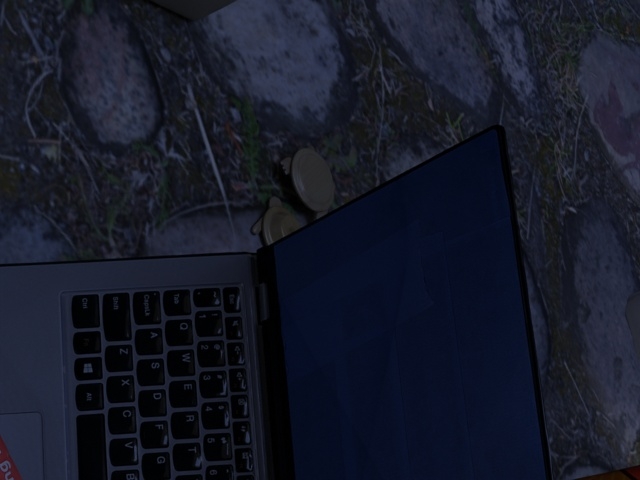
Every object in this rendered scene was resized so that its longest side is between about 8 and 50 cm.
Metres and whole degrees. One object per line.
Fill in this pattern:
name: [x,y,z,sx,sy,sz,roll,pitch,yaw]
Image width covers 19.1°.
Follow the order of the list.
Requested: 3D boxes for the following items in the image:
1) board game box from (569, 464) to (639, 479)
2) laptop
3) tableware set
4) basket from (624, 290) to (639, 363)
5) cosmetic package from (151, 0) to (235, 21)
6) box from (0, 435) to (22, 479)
board game box: [0.311,0.396,1.726,0.356,0.356,0.356,5,69,-52]
laptop: [-0.075,0.149,1.258,0.236,0.408,0.381,103,-17,-67]
tableware set: [0.000,0.000,1.806,0.168,0.020,0.141,55,39,-21]
basket: [0.461,0.155,1.514,0.328,0.266,0.331,1,70,-52]
cosmetic package: [-0.182,-0.324,1.650,0.309,0.113,0.160,18,58,-47]
box: [-0.275,0.182,1.152,0.154,0.142,0.300,-29,94,-53]
